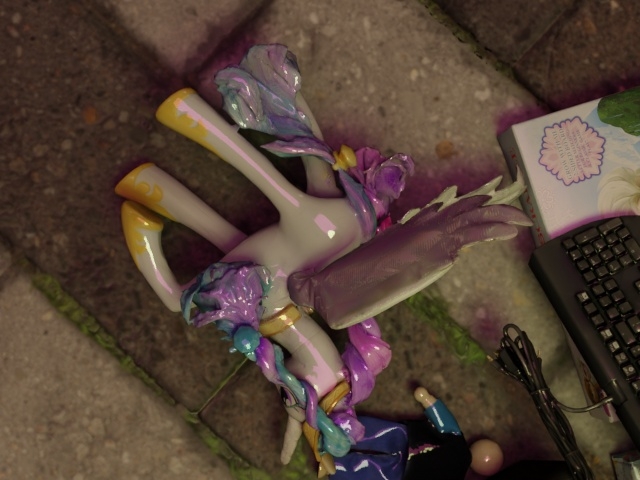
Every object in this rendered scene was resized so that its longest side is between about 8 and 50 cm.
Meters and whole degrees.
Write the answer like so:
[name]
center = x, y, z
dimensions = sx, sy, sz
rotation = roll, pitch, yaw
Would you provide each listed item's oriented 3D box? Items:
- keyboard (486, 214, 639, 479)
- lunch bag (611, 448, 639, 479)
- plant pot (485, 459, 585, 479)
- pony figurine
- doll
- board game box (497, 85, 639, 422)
[keyboard]
center = 0.281, 0.133, 0.801
dimensions = 0.201, 0.033, 0.317
rotation = -28, 62, 3
[lunch bag]
center = 0.352, 0.245, 0.905
dimensions = 0.083, 0.053, 0.071
rotation = -12, 87, -12
[plant pot]
center = 0.204, 0.311, 0.839
dimensions = 0.167, 0.187, 0.188
rotation = -43, 88, -18
[pony figurine]
center = 0.000, 0.000, 0.828
dimensions = 0.351, 0.303, 0.363
rotation = -40, 84, 19
[doll]
center = 0.094, 0.213, 0.902
dimensions = 0.189, 0.046, 0.129
rotation = 6, 86, -1
[board game box]
center = 0.388, -0.012, 0.920
dimensions = 0.318, 0.066, 0.319
rotation = -18, 86, -3
